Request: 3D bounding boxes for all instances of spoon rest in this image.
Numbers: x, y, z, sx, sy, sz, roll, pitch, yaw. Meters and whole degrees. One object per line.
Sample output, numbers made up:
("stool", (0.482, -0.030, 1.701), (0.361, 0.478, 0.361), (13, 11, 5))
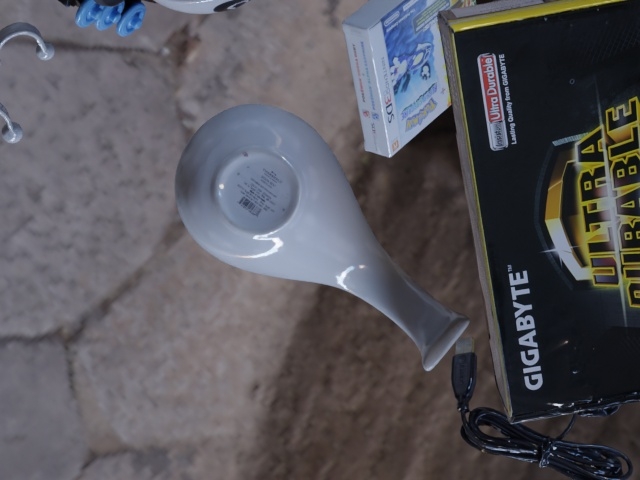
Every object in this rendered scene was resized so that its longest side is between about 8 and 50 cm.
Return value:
("spoon rest", (0.000, 0.000, 1.249), (0.137, 0.276, 0.084), (-50, 178, 4))

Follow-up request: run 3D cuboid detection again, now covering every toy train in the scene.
("toy train", (-0.216, -0.271, 1.514), (0.105, 0.080, 0.184), (-55, 168, 11))

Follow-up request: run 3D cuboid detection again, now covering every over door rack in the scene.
("over door rack", (-0.402, -0.171, 1.541), (0.324, 0.239, 0.108), (-43, 140, 23))

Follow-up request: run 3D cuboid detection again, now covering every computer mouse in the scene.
("computer mouse", (0.217, 0.111, 1.456), (0.060, 0.184, 0.262), (112, -9, -61))

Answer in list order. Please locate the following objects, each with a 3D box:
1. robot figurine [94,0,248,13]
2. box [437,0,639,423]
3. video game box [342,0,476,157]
("robot figurine", (-0.122, -0.318, 1.304), (0.209, 0.174, 0.278), (-8, 151, 10))
("box", (0.241, -0.038, 1.135), (0.257, 0.079, 0.322), (-10, 108, 0))
("video game box", (0.118, -0.232, 1.820), (0.205, 0.048, 0.187), (-42, 139, -31))
